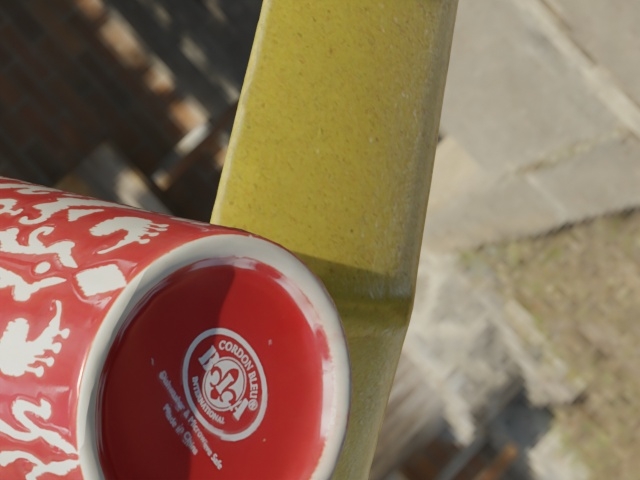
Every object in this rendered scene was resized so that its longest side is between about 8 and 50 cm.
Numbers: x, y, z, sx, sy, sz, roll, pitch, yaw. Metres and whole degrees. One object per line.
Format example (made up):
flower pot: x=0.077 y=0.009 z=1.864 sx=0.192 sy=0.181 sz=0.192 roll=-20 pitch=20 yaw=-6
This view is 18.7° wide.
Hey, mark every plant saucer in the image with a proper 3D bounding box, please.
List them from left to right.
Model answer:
plant saucer: x=0.000 y=0.000 z=0.876 sx=0.081 sy=0.333 sz=0.333 roll=11 pitch=142 yaw=0

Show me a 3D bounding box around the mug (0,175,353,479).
mug: x=-0.065 y=0.040 z=0.579 sx=0.150 sy=0.113 sz=0.169 roll=23 pitch=170 yaw=-38
